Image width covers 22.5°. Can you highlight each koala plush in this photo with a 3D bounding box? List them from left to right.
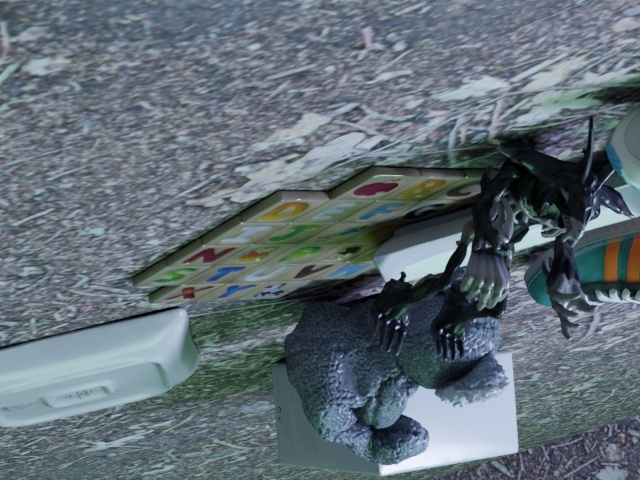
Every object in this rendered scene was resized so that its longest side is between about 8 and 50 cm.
[{"bbox_3d":[0.097,0.122,1.733,0.221,0.196,0.203,-18,155,30],"label":"koala plush"}]

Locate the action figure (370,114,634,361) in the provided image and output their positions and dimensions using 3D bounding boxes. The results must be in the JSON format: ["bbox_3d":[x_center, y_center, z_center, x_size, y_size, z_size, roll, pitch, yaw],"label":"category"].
[{"bbox_3d":[0.174,0.016,1.414,0.164,0.141,0.275,19,135,-30],"label":"action figure"}]

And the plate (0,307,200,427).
[{"bbox_3d":[-0.270,0.152,1.769,0.278,0.045,0.277,-13,166,-4],"label":"plate"}]

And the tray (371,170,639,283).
[{"bbox_3d":[0.183,-0.017,1.553,0.270,0.030,0.145,-16,167,5],"label":"tray"}]

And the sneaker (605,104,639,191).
[{"bbox_3d":[0.342,-0.108,1.317,0.228,0.087,0.092,-19,159,-10],"label":"sneaker"}]

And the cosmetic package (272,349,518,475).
[{"bbox_3d":[0.094,0.214,2.048,0.224,0.138,0.224,-4,178,-35],"label":"cosmetic package"}]

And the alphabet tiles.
[{"bbox_3d":[0.000,0.000,1.519,0.285,0.011,0.342,0,160,-42],"label":"alphabet tiles"}]

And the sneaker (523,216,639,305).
[{"bbox_3d":[0.366,0.032,1.765,0.302,0.121,0.108,-23,163,30],"label":"sneaker"}]
